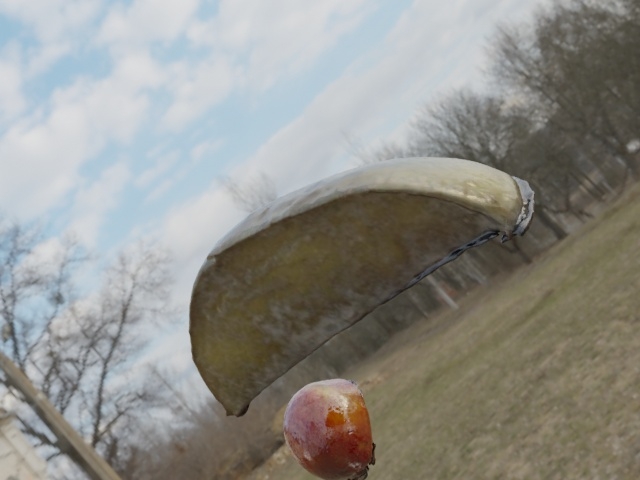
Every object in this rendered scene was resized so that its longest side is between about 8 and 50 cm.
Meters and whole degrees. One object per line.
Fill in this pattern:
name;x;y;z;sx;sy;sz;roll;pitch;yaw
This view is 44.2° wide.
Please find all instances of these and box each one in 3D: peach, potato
peach;0.001;0.167;0.676;0.061;0.098;0.098;3;-35;-29
potato;0.000;-0.003;0.493;0.261;0.100;0.120;-40;18;35
